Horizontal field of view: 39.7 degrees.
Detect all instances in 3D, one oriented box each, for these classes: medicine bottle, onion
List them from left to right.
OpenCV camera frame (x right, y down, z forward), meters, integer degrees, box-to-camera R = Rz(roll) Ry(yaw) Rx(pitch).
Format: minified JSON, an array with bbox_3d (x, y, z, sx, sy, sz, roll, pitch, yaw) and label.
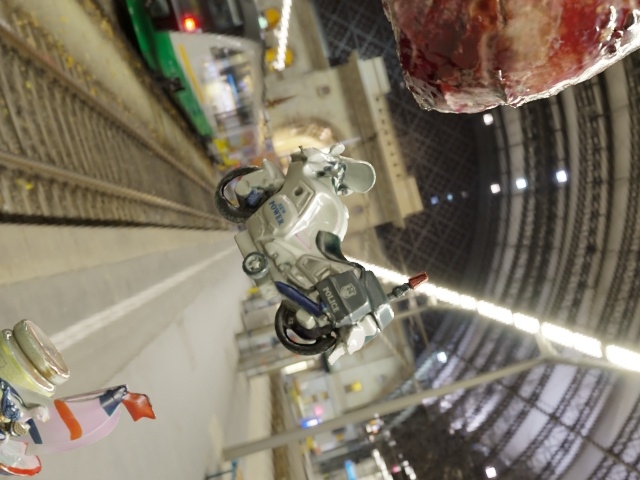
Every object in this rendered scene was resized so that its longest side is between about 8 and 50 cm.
[{"bbox_3d":[-0.626,0.291,1.605,0.151,0.322,0.151,52,-8,10],"label":"medicine bottle"},{"bbox_3d":[0.183,-0.179,0.723,0.314,0.280,0.146,-37,127,-78],"label":"onion"}]

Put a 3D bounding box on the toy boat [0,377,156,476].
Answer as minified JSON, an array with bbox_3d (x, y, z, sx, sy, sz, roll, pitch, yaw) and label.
[{"bbox_3d":[-0.377,0.251,1.196,0.072,0.318,0.219,-93,-175,-46],"label":"toy boat"}]

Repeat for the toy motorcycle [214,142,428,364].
[{"bbox_3d":[0.000,0.000,0.814,0.102,0.150,0.221,72,-8,-63],"label":"toy motorcycle"}]
